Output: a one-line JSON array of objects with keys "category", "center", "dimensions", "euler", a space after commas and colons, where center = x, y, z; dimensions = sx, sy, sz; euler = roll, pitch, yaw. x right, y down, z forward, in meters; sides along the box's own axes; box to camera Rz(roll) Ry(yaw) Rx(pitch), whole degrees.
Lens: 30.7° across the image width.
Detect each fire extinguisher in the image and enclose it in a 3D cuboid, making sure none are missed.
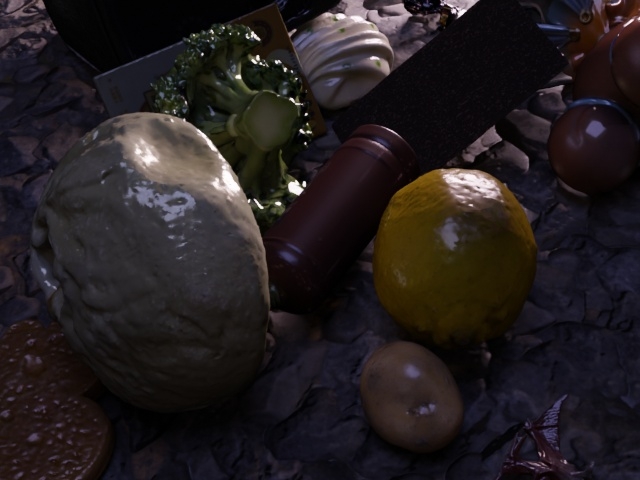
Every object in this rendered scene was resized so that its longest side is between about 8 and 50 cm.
[{"category": "fire extinguisher", "center": [0.000, 0.000, 1.511], "dimensions": [0.114, 0.135, 0.337], "euler": [25, 54, 22]}]

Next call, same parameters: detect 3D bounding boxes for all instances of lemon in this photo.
[{"category": "lemon", "center": [0.163, 0.022, 1.420], "dimensions": [0.204, 0.204, 0.260], "euler": [-4, 47, 5]}]

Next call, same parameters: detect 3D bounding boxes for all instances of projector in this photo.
[{"category": "projector", "center": [-0.229, -0.443, 1.846], "dimensions": [0.395, 0.242, 0.405], "euler": [-31, 36, -15]}]

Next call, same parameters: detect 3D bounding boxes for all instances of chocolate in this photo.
[{"category": "chocolate", "center": [0.203, -0.363, 1.896], "dimensions": [0.072, 0.070, 0.147], "euler": [-25, 57, -29]}]

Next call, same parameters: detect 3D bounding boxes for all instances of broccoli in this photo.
[{"category": "broccoli", "center": [-0.120, -0.137, 1.576], "dimensions": [0.235, 0.288, 0.260], "euler": [-38, 7, 12]}]

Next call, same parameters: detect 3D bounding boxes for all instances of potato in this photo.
[{"category": "potato", "center": [0.106, 0.176, 1.349], "dimensions": [0.112, 0.112, 0.147], "euler": [-28, 55, -18]}]

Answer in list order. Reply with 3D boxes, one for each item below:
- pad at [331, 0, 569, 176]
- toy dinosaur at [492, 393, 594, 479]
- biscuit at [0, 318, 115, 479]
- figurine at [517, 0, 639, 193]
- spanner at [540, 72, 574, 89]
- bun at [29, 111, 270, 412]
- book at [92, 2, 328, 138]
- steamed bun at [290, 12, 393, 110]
[{"category": "pad", "center": [0.174, -0.205, 1.660], "dimensions": [0.330, 0.004, 0.220], "euler": [-38, 46, 14]}, {"category": "toy dinosaur", "center": [0.245, 0.260, 1.297], "dimensions": [0.108, 0.032, 0.220], "euler": [16, 53, 19]}, {"category": "biscuit", "center": [-0.350, 0.214, 1.417], "dimensions": [0.202, 0.044, 0.288], "euler": [-6, 44, -2]}, {"category": "figurine", "center": [0.401, -0.275, 1.643], "dimensions": [0.248, 0.276, 0.388], "euler": [-1, 48, -34]}, {"category": "spanner", "center": [0.310, -0.237, 1.779], "dimensions": [0.302, 0.017, 0.071], "euler": [-12, 50, -5]}, {"category": "bun", "center": [-0.211, 0.035, 1.373], "dimensions": [0.227, 0.352, 0.349], "euler": [-18, 20, -23]}, {"category": "book", "center": [-0.155, -0.196, 1.697], "dimensions": [0.295, 0.207, 0.020], "euler": [-26, 12, -17]}, {"category": "steamed bun", "center": [0.019, -0.286, 1.807], "dimensions": [0.183, 0.106, 0.182], "euler": [-3, 46, 3]}]
